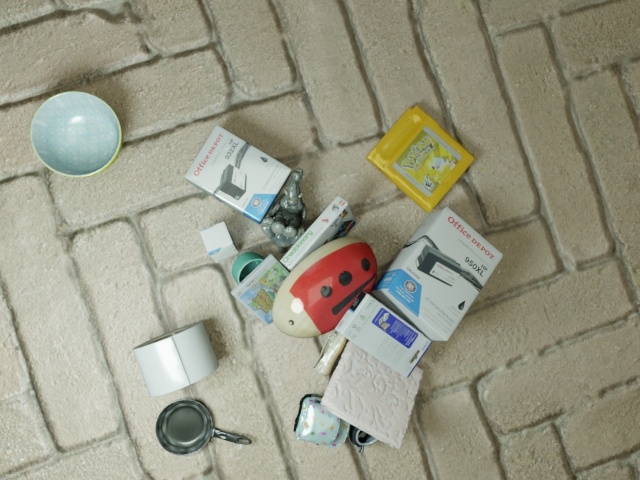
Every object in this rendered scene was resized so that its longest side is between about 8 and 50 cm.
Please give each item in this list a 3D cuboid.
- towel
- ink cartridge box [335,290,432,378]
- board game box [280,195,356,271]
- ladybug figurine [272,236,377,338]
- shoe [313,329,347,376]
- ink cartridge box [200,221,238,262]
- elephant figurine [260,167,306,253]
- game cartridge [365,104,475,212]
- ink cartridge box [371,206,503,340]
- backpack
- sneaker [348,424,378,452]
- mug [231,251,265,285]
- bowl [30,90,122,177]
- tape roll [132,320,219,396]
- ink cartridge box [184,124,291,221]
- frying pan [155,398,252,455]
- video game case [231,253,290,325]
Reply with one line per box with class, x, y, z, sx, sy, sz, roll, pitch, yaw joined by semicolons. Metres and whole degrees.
towel;0.193;0.517;1.804;0.317;0.053;0.331;34;51;-5
ink cartridge box;0.223;0.329;1.758;0.333;0.065;0.165;38;84;-22
board game box;0.000;0.000;1.805;0.053;0.193;0.305;39;83;22
ladybug figurine;0.040;0.173;1.761;0.449;0.162;0.305;-43;132;-11
shoe;0.043;0.389;1.855;0.058;0.076;0.218;26;87;-10
ink cartridge box;-0.355;0.011;1.799;0.092;0.143;0.089;-23;73;-7
elephant figurine;-0.108;-0.106;1.825;0.169;0.186;0.239;36;54;-37
game cartridge;0.382;-0.315;1.930;0.324;0.053;0.285;41;84;-5
ink cartridge box;0.421;0.119;1.826;0.285;0.166;0.395;40;72;-5
backpack;0.013;0.649;1.812;0.189;0.144;0.165;16;81;-9
sneaker;0.182;0.626;1.824;0.101;0.153;0.268;21;86;-5
mug;-0.253;0.119;1.814;0.130;0.097;0.157;1;112;-32
bowl;-0.814;-0.349;1.745;0.290;0.156;0.289;0;89;-6
tape roll;-0.485;0.396;1.713;0.246;0.246;0.169;-20;91;-7
ink cartridge box;-0.291;-0.232;1.812;0.308;0.129;0.223;31;85;-4
frying pan;-0.419;0.651;1.808;0.327;0.053;0.197;-8;89;-9
video game case;-0.183;0.179;1.808;0.193;0.023;0.212;-44;128;-6
